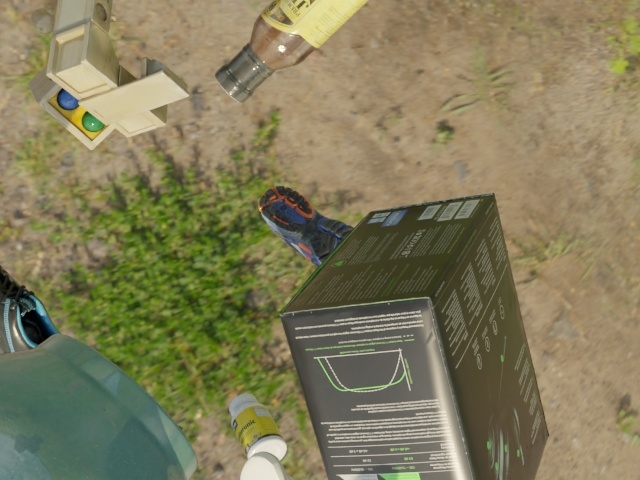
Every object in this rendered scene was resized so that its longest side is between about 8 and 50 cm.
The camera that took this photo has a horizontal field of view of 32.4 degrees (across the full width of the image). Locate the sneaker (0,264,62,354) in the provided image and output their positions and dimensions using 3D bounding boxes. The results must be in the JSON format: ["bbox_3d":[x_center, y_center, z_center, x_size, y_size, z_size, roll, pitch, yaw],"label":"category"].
[{"bbox_3d":[-0.575,0.098,1.995,0.140,0.125,0.340,-28,104,43],"label":"sneaker"}]

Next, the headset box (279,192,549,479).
[{"bbox_3d":[0.100,0.135,0.980,0.131,0.246,0.283,-8,109,24],"label":"headset box"}]

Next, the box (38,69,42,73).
[{"bbox_3d":[-0.449,-0.306,1.957,0.083,0.067,0.018,-31,83,8],"label":"box"}]

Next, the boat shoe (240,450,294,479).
[{"bbox_3d":[-0.056,0.342,1.447,0.066,0.063,0.184,4,121,29],"label":"boat shoe"}]

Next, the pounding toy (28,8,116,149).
[{"bbox_3d":[-0.380,-0.281,1.765,0.181,0.206,0.094,-43,39,3],"label":"pounding toy"}]

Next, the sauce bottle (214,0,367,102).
[{"bbox_3d":[-0.030,-0.363,1.807,0.344,0.111,0.111,-43,80,13],"label":"sauce bottle"}]

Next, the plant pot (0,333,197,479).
[{"bbox_3d":[-0.228,0.204,0.922,0.293,0.196,0.293,33,153,19],"label":"plant pot"}]

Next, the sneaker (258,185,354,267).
[{"bbox_3d":[0.000,0.000,1.727,0.221,0.087,0.083,42,77,12],"label":"sneaker"}]

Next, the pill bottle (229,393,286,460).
[{"bbox_3d":[-0.103,0.299,1.749,0.065,0.065,0.116,-61,38,22],"label":"pill bottle"}]

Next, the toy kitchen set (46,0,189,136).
[{"bbox_3d":[-0.123,-0.125,0.728,0.068,0.083,0.075,-14,59,25],"label":"toy kitchen set"}]
